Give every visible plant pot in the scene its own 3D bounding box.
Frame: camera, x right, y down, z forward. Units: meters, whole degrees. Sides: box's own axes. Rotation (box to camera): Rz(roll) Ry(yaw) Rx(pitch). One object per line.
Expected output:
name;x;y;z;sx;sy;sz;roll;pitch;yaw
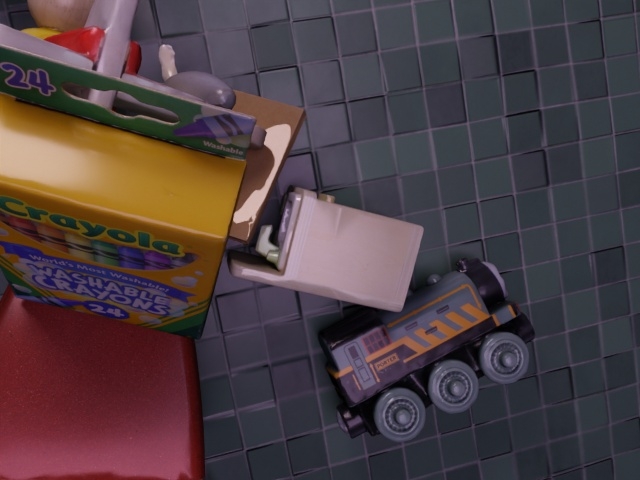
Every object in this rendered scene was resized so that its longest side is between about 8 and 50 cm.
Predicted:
plant pot;-0.275;0.150;0.771;0.268;0.267;0.235;6;82;-12

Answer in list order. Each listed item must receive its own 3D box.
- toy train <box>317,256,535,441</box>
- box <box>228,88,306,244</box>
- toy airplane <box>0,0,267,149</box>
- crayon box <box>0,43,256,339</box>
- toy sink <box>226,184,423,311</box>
toy train;0.157;0.161;0.918;0.334;0.142;0.190;-26;92;-8
box;-0.131;-0.108;0.814;0.165;0.021;0.201;18;73;13
toy airplane;-0.275;-0.186;0.640;0.385;0.386;0.272;-1;72;6
crayon box;-0.186;-0.012;0.549;0.203;0.323;0.083;15;61;-8
toy sink;0.000;0.000;0.853;0.234;0.153;0.131;13;94;-12
